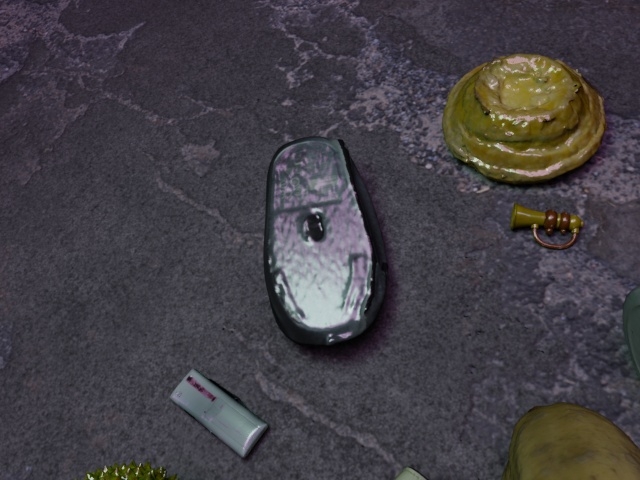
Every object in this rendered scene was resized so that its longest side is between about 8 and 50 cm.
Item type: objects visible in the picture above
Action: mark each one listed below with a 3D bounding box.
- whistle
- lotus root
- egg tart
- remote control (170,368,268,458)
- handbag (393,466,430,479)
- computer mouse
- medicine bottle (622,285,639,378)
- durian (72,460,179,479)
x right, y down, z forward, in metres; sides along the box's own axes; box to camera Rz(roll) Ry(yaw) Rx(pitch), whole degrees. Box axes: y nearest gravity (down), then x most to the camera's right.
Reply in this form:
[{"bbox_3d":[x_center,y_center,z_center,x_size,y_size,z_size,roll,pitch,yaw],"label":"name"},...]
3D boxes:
[{"bbox_3d":[0.356,-0.025,0.957,0.109,0.046,0.057,13,48,15],"label":"whistle"},{"bbox_3d":[0.276,0.271,0.654,0.152,0.343,0.169,14,99,11],"label":"lotus root"},{"bbox_3d":[0.351,-0.233,1.047,0.291,0.115,0.290,-6,58,9],"label":"egg tart"},{"bbox_3d":[-0.156,0.257,0.922,0.166,0.029,0.065,28,70,28],"label":"remote control"},{"bbox_3d":[0.035,0.430,0.638,0.160,0.236,0.358,35,73,28],"label":"handbag"},{"bbox_3d":[0.002,0.001,0.992,0.203,0.114,0.373,-8,65,7],"label":"computer mouse"},{"bbox_3d":[0.519,0.126,0.700,0.232,0.238,0.237,-21,56,4],"label":"medicine bottle"},{"bbox_3d":[-0.244,0.382,0.756,0.200,0.237,0.176,-55,30,7],"label":"durian"}]
